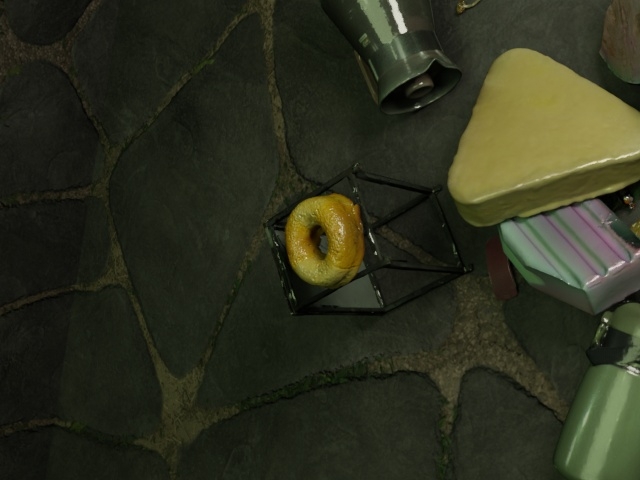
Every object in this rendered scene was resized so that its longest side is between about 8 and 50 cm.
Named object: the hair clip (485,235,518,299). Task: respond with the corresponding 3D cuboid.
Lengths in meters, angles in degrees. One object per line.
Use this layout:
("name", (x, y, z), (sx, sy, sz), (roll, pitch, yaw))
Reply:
("hair clip", (0.384, 0.057, 1.634), (0.054, 0.022, 0.137), (-18, 75, 41))

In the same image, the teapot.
("teapot", (0.152, -0.470, 1.744), (0.300, 0.253, 0.344), (128, 124, -65))

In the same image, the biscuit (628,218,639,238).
("biscuit", (0.692, -0.022, 1.379), (0.254, 0.029, 0.172), (-44, 60, 29))

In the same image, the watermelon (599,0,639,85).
("watermelon", (0.635, -0.398, 1.283), (0.292, 0.222, 0.319), (-107, 7, -48))

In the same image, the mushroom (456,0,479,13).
("mushroom", (0.405, -0.596, 1.668), (0.286, 0.028, 0.026), (-40, 21, 30))

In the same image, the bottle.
("bottle", (0.549, 0.283, 1.392), (0.168, 0.168, 0.347), (19, 94, 39))

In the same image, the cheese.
("cheese", (0.454, -0.189, 1.463), (0.384, 0.104, 0.383), (-11, 56, 17))

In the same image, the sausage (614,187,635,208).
("sausage", (0.552, -0.139, 1.505), (0.028, 0.025, 0.198), (-24, 63, -11))

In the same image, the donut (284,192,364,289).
("donut", (0.001, 0.000, 1.487), (0.174, 0.075, 0.190), (-3, 85, 38))

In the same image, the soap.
("soap", (0.454, -0.009, 1.474), (0.193, 0.109, 0.324), (-30, 48, 0))

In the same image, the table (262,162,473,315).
("table", (0.109, 0.013, 1.664), (0.272, 0.335, 0.222), (-30, 68, 33))
